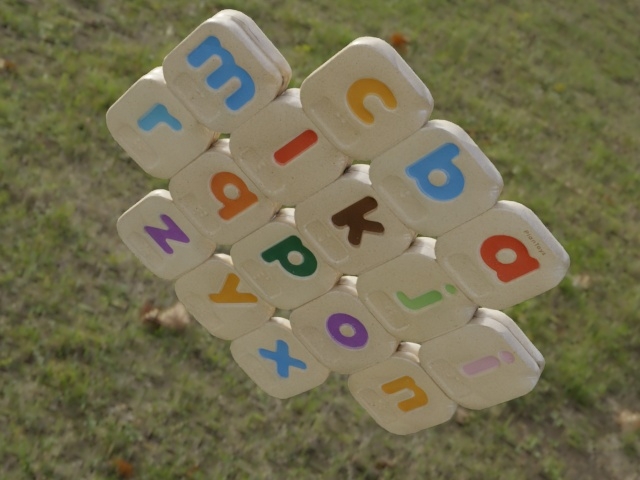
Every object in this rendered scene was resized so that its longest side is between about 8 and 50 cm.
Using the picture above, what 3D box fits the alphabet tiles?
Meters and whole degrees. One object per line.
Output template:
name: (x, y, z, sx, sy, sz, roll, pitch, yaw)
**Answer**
alphabet tiles: (0.000, 0.000, 0.706, 0.284, 0.278, 0.021, 48, 48, -10)
